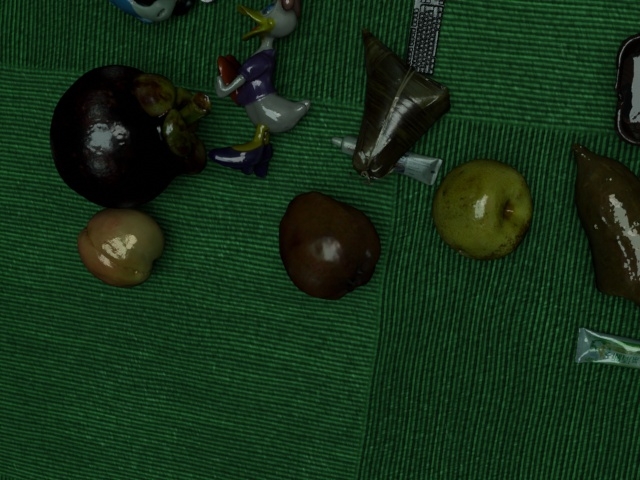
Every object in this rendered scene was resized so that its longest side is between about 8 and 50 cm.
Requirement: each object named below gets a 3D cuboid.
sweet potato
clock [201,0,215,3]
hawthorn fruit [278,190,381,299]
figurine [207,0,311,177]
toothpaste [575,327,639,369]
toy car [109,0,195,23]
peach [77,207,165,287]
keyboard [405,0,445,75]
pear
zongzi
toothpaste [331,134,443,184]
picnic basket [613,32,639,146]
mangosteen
[{"bbox_3d":[0.573,-0.017,1.487,0.157,0.158,0.370,-14,90,14],"label":"sweet potato"},{"bbox_3d":[-0.203,-0.547,1.635,0.129,0.041,0.087,-28,95,10],"label":"clock"},{"bbox_3d":[0.000,0.000,1.603,0.208,0.208,0.248,-49,62,14],"label":"hawthorn fruit"},{"bbox_3d":[-0.113,-0.332,1.591,0.193,0.154,0.421,5,101,7],"label":"figurine"},{"bbox_3d":[0.662,0.231,1.558,0.296,0.048,0.075,8,103,15],"label":"toothpaste"},{"bbox_3d":[-0.361,-0.574,1.593,0.190,0.188,0.255,15,102,18],"label":"toy car"},{"bbox_3d":[-0.433,0.011,1.702,0.184,0.184,0.184,2,99,12],"label":"peach"},{"bbox_3d":[0.212,-0.437,1.573,0.061,0.013,0.205,10,100,10],"label":"keyboard"},{"bbox_3d":[0.305,-0.060,1.525,0.197,0.197,0.197,2,99,12],"label":"pear"},{"bbox_3d":[0.097,-0.262,1.567,0.241,0.111,0.248,42,91,14],"label":"zongzi"},{"bbox_3d":[0.133,-0.173,1.619,0.233,0.038,0.060,18,105,6],"label":"toothpaste"},{"bbox_3d":[0.683,-0.273,1.434,0.296,0.129,0.223,2,100,13],"label":"picnic basket"},{"bbox_3d":[-0.387,-0.204,1.607,0.313,0.297,0.297,13,102,-18],"label":"mangosteen"}]
